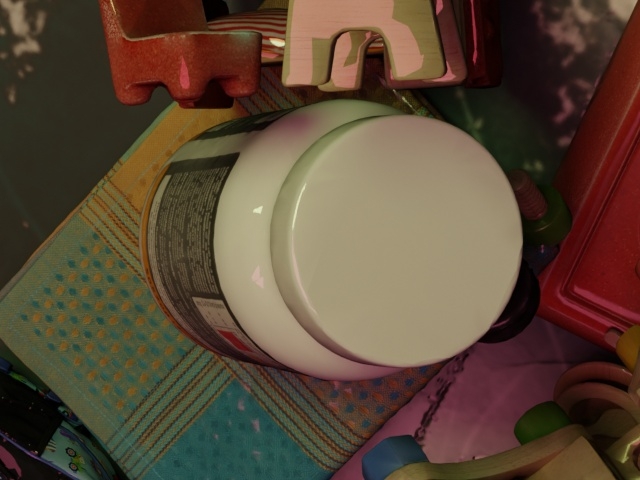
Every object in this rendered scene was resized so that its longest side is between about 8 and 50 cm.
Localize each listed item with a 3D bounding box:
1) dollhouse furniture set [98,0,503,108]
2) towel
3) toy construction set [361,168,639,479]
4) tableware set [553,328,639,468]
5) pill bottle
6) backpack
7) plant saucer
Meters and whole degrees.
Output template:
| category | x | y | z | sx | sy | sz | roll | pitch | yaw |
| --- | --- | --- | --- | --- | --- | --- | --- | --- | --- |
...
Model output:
| category | x | y | z | sx | sy | sz | roll | pitch | yaw |
| --- | --- | --- | --- | --- | --- | --- | --- | --- | --- |
| dollhouse furniture set | -0.013 | -0.155 | 0.985 | 0.201 | 0.374 | 0.152 | -3 | 94 | 11 |
| towel | -0.044 | 0.030 | 1.246 | 0.271 | 0.040 | 0.370 | 48 | 115 | 8 |
| toy construction set | 0.207 | 0.156 | 1.062 | 0.309 | 0.237 | 0.257 | 25 | 75 | 36 |
| tableware set | 0.235 | 0.155 | 1.175 | 0.194 | 0.039 | 0.128 | 34 | 137 | 5 |
| pill bottle | 0.000 | 0.000 | 1.034 | 0.162 | 0.278 | 0.162 | 0 | 91 | -19 |
| backpack | -0.224 | 0.192 | 1.333 | 0.173 | 0.117 | 0.158 | 31 | 118 | -8 |
| plant saucer | 0.275 | -0.007 | 1.130 | 0.259 | 0.048 | 0.258 | 26 | 114 | 9 |
